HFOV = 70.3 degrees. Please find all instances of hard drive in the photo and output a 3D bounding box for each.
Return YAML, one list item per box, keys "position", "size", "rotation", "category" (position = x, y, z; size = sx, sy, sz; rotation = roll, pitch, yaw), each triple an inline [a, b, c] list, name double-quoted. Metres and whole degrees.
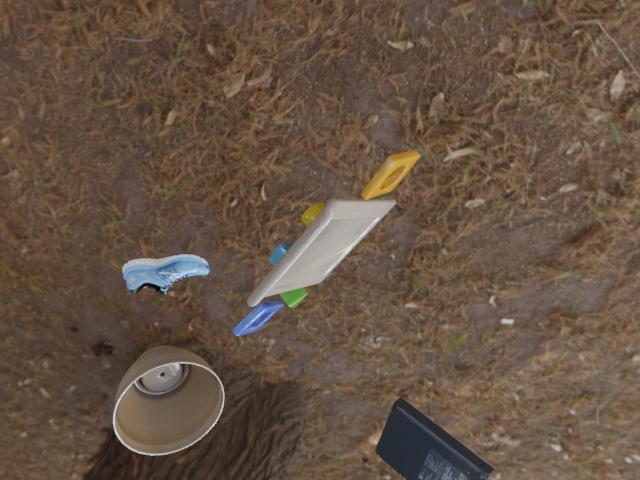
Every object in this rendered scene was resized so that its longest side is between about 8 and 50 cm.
- position: [0.137, 0.277, 0.575]
  size: [0.135, 0.022, 0.094]
  rotation: [31, 118, 33]
  category: "hard drive"

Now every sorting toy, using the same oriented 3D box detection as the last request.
- position: [0.000, 0.000, 0.613]
  size: [0.047, 0.196, 0.348]
  rotation: [50, 118, 15]
  category: "sorting toy"

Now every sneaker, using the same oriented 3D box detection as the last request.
- position: [-0.294, 0.072, 0.882]
  size: [0.161, 0.073, 0.063]
  rotation: [-7, 157, -21]
  category: "sneaker"

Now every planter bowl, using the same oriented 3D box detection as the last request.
- position: [-0.246, 0.237, 0.726]
  size: [0.161, 0.109, 0.162]
  rotation: [-10, 112, -24]
  category: "planter bowl"
